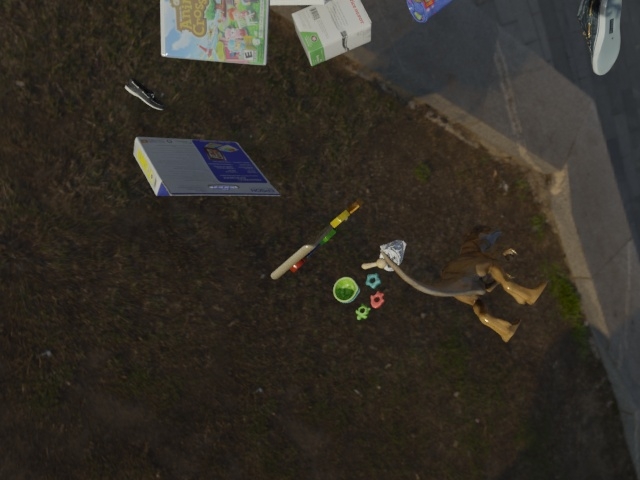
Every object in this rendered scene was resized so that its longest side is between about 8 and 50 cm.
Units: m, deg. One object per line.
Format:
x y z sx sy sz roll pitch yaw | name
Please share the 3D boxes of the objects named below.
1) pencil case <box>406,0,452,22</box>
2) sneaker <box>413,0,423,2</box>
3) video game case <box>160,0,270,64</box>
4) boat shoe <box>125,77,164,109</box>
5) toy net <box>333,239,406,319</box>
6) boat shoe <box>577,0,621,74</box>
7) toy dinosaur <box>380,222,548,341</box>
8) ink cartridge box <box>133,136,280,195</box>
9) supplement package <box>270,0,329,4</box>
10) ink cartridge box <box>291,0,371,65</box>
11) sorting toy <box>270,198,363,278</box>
0.410 -0.839 1.585 0.306 0.119 0.133 -36 104 0 | pencil case
0.216 -0.553 0.944 0.066 0.071 0.189 22 83 -14 | sneaker
-0.186 -0.430 0.877 0.193 0.023 0.213 4 108 -1 | video game case
-0.525 -0.443 1.497 0.125 0.046 0.038 32 113 -25 | boat shoe
0.145 0.091 1.296 0.232 0.122 0.045 -47 145 4 | toy net
0.660 -0.494 1.178 0.065 0.083 0.183 -18 122 -12 | boat shoe
0.132 0.038 0.445 0.211 0.112 0.064 -21 140 -56 | toy dinosaur
-0.308 -0.179 1.331 0.303 0.307 0.072 -3 130 -35 | ink cartridge box
-0.063 -0.832 1.556 0.134 0.244 0.139 -50 142 -33 | supplement package
0.039 -0.695 1.614 0.219 0.092 0.160 -22 76 1 | ink cartridge box
0.000 0.000 1.459 0.041 0.307 0.229 50 42 -1 | sorting toy
